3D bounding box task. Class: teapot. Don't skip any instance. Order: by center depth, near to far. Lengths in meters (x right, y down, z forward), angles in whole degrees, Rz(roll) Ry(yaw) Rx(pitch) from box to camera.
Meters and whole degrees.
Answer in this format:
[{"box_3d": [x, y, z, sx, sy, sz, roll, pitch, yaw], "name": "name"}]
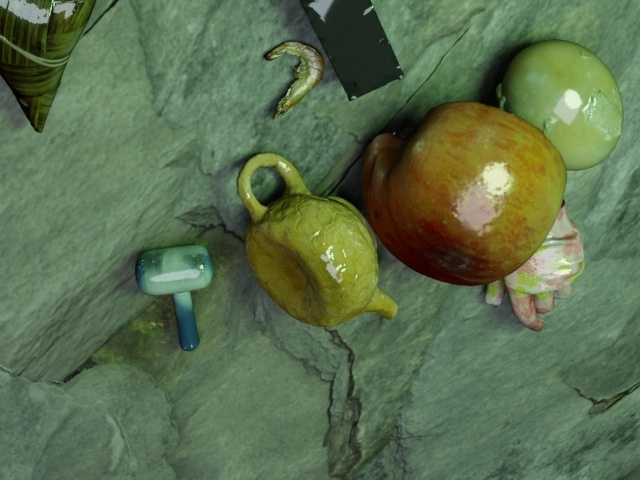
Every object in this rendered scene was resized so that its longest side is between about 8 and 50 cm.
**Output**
[{"box_3d": [0.000, 0.000, 1.563, 0.311, 0.167, 0.203, 52, 149, -6], "name": "teapot"}]

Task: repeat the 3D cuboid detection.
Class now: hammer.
[{"box_3d": [-0.212, 0.093, 1.641, 0.116, 0.069, 0.194, -8, 127, -4], "name": "hammer"}]

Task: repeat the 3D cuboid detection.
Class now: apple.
[{"box_3d": [0.179, -0.040, 1.481, 0.251, 0.163, 0.293, 31, 142, -16], "name": "apple"}]

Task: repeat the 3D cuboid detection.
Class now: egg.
[{"box_3d": [0.330, -0.182, 1.488, 0.164, 0.164, 0.201, -35, 123, 14], "name": "egg"}]

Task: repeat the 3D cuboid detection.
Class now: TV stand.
[{"box_3d": [0.017, -0.320, 1.403, 0.088, 0.083, 0.270, -26, 123, 7], "name": "TV stand"}]

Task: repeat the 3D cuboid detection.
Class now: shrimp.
[{"box_3d": [-0.049, -0.223, 1.489, 0.083, 0.023, 0.114, 31, 107, -21], "name": "shrimp"}]

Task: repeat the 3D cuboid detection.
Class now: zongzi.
[{"box_3d": [-0.430, -0.267, 1.362, 0.247, 0.111, 0.241, 22, 123, -14], "name": "zongzi"}]

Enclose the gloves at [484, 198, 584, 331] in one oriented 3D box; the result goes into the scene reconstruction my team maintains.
[{"box_3d": [0.329, 0.048, 1.658, 0.145, 0.126, 0.241, -14, 115, -5], "name": "gloves"}]
